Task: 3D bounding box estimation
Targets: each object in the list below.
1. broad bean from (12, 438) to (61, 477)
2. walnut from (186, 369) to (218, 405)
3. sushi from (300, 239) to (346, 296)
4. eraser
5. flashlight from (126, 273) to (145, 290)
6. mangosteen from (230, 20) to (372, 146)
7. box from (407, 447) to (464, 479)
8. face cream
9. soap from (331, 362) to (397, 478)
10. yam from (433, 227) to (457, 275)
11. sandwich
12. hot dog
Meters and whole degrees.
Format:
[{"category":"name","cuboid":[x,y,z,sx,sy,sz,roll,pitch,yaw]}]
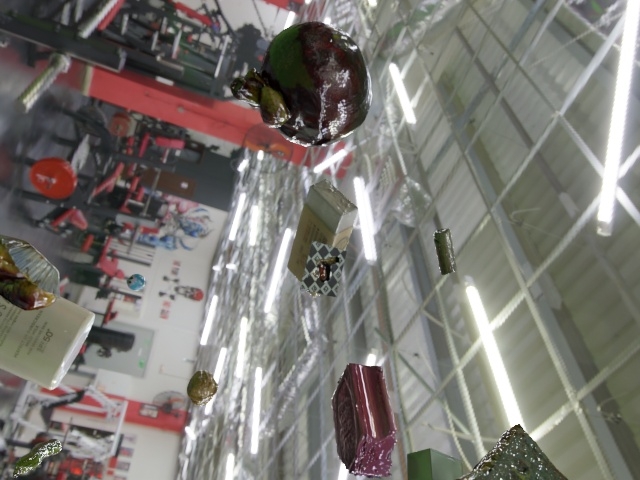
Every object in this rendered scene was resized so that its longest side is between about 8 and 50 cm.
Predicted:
[{"category":"broad bean","cuboid":[-0.713,0.543,1.432,0.053,0.052,0.256,-65,-176,-9]},{"category":"walnut","cuboid":[-0.314,0.393,1.501,0.096,0.082,0.079,-106,-160,-62]},{"category":"sushi","cuboid":[0.002,0.073,1.418,0.026,0.120,0.126,6,-100,52]},{"category":"eraser","cuboid":[0.000,0.000,1.594,0.144,0.078,0.344,45,-39,25]},{"category":"flashlight","cuboid":[-0.558,0.130,1.701,0.129,0.051,0.051,157,-51,-66]},{"category":"mangosteen","cuboid":[-0.025,-0.350,1.317,0.293,0.297,0.297,-56,-176,-31]},{"category":"box","cuboid":[0.278,0.632,1.343,0.086,0.129,0.225,-33,-142,38]},{"category":"face cream","cuboid":[-0.651,0.148,1.128,0.174,0.348,0.081,-63,-174,-12]},{"category":"soap","cuboid":[0.101,0.411,1.267,0.250,0.099,0.162,-100,-155,-55]},{"category":"yam","cuboid":[0.354,0.033,1.597,0.054,0.054,0.133,178,-99,-74]},{"category":"sandwich","cuboid":[0.451,0.607,1.286,0.271,0.301,0.099,45,-43,29]},{"category":"hot dog","cuboid":[-0.571,0.045,0.990,0.082,0.270,0.163,-58,144,-34]}]
